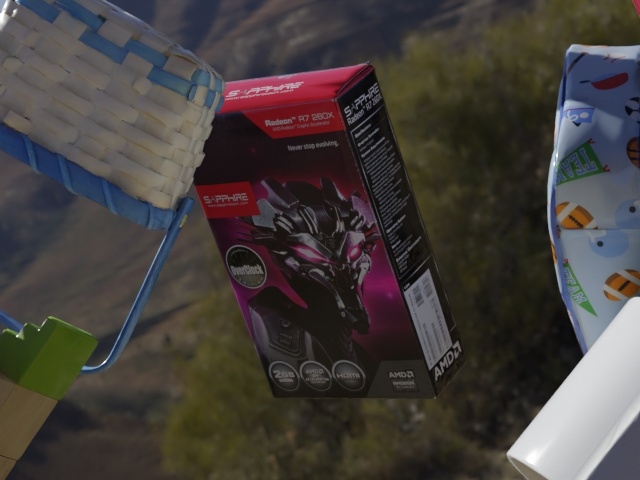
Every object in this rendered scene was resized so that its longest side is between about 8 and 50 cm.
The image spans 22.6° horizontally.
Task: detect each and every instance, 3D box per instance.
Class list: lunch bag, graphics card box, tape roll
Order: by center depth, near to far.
[{"bbox_3d":[0.295,0.184,1.282,0.169,0.246,0.246,-50,10,-6],"label":"tape roll"},{"bbox_3d":[0.283,-0.029,1.455,0.115,0.303,0.243,-2,39,18],"label":"lunch bag"},{"bbox_3d":[0.000,0.000,1.770,0.232,0.371,0.094,-3,27,35],"label":"graphics card box"}]

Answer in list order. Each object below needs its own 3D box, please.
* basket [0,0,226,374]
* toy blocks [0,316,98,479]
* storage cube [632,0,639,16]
[{"bbox_3d":[-0.222,-0.061,1.371,0.289,0.254,0.201,-58,-4,0],"label":"basket"},{"bbox_3d":[-0.363,0.148,1.083,0.381,0.261,0.191,-56,-32,0],"label":"toy blocks"},{"bbox_3d":[0.488,-0.278,1.780,0.215,0.184,0.193,-14,-14,-21],"label":"storage cube"}]
